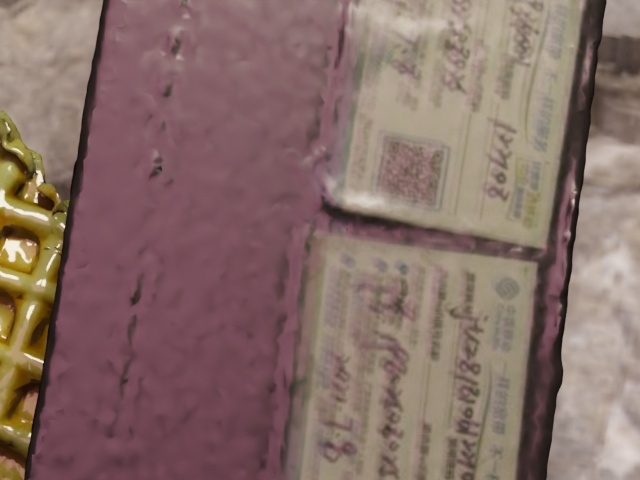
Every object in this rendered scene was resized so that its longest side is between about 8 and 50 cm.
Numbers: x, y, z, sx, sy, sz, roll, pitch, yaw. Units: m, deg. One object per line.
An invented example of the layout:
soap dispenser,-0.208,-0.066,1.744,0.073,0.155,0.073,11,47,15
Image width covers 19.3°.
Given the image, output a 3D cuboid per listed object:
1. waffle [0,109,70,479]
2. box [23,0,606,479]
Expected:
waffle,-0.195,0.038,0.818,0.207,0.054,0.214,-25,78,-6
box,0.000,0.000,0.778,0.211,0.058,0.350,10,82,-4
